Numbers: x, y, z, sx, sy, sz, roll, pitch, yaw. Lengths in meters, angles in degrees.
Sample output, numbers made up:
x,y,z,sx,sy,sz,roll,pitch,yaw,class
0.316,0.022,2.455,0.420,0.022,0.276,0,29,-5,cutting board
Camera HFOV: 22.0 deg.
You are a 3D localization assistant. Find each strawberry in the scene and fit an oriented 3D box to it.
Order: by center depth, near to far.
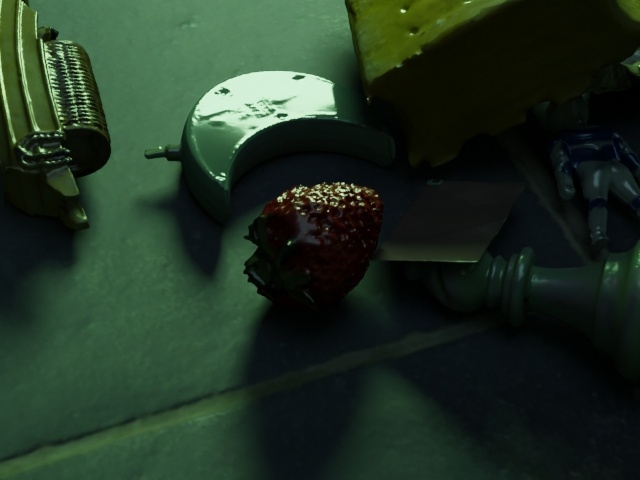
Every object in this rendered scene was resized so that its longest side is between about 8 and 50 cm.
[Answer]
x,y,z,sx,sy,sz,roll,pitch,yaw,class
0.000,0.007,1.590,0.148,0.131,0.131,-7,47,-38,strawberry

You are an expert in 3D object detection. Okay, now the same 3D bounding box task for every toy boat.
x,y,z,sx,sy,sz,roll,pitch,yaw,class
-0.282,-0.139,1.697,0.115,0.089,0.310,-11,50,-7,toy boat

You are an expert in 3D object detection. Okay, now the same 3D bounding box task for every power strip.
x,y,z,sx,sy,sz,roll,pitch,yaw,class
-0.059,-0.104,1.730,0.253,0.054,0.167,-18,50,-25,power strip

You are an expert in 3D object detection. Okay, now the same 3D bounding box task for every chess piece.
x,y,z,sx,sy,sz,roll,pitch,yaw,class
0.212,0.049,1.600,0.271,0.139,0.139,9,46,14,chess piece

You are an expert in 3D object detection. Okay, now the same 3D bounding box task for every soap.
x,y,z,sx,sy,sz,roll,pitch,yaw,class
0.177,-0.277,1.781,0.293,0.156,0.335,-27,40,18,soap

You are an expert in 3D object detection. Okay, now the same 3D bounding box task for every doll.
x,y,z,sx,sy,sz,roll,pitch,yaw,class
0.294,-0.082,1.771,0.114,0.057,0.227,-7,56,-17,doll

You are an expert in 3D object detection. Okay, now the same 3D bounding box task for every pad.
x,y,z,sx,sy,sz,roll,pitch,yaw,class
0.132,-0.022,1.657,0.113,0.006,0.188,2,27,23,pad

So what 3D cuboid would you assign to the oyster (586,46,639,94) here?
x,y,z,sx,sy,sz,roll,pitch,yaw,class
0.378,-0.197,1.874,0.294,0.094,0.166,13,35,-25,oyster
